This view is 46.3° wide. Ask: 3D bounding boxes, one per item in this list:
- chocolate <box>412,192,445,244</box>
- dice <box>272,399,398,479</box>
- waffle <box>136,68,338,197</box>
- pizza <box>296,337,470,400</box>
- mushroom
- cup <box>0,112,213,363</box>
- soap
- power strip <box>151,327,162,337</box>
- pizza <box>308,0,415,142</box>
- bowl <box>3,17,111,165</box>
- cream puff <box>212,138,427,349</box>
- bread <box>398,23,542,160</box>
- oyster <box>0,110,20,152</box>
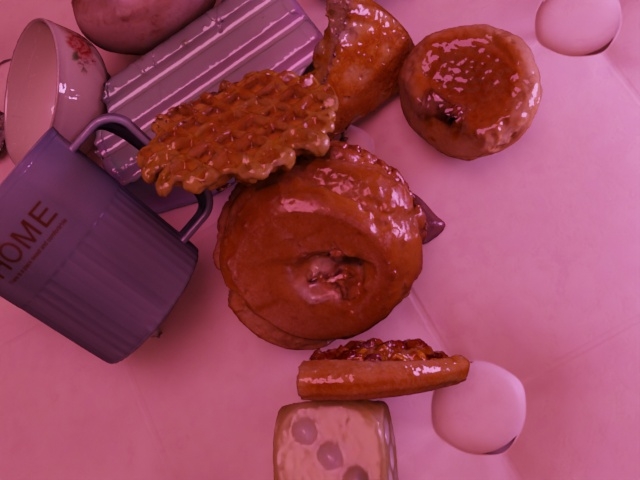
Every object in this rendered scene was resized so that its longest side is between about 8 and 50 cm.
[{"bbox_3d":[0.162,-0.044,1.282,0.064,0.031,0.100,-36,68,-5],"label":"chocolate"},{"bbox_3d":[0.026,0.330,1.125,0.166,0.169,0.169,-7,73,11],"label":"dice"},{"bbox_3d":[-0.124,-0.169,1.122,0.312,0.060,0.307,-15,37,-2],"label":"waffle"},{"bbox_3d":[0.078,0.190,1.142,0.289,0.229,0.081,-2,85,-21],"label":"pizza"},{"bbox_3d":[-0.340,-0.498,1.371,0.297,0.290,0.297,-18,40,16],"label":"mushroom"},{"bbox_3d":[-0.370,-0.009,1.215,0.311,0.257,0.331,40,62,-19],"label":"cup"},{"bbox_3d":[-0.190,-0.248,1.351,0.446,0.156,0.261,-35,72,0],"label":"soap"},{"bbox_3d":[-0.287,0.134,1.328,0.055,0.035,0.083,-5,61,31],"label":"power strip"},{"bbox_3d":[0.030,-0.274,1.278,0.287,0.280,0.075,-48,54,6],"label":"pizza"},{"bbox_3d":[-0.478,-0.263,1.398,0.277,0.145,0.277,-2,87,50],"label":"bowl"},{"bbox_3d":[0.000,0.000,1.187,0.327,0.343,0.231,11,35,-5],"label":"cream puff"},{"bbox_3d":[0.254,-0.243,1.269,0.244,0.134,0.244,-4,74,14],"label":"bread"},{"bbox_3d":[-0.683,-0.205,1.496,0.125,0.064,0.177,42,86,15],"label":"oyster"}]
